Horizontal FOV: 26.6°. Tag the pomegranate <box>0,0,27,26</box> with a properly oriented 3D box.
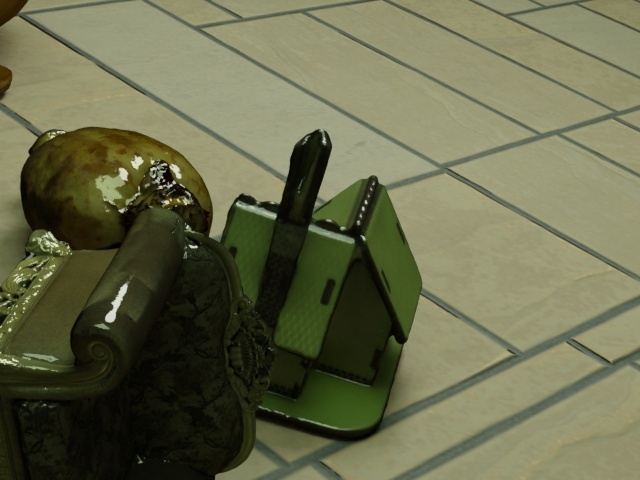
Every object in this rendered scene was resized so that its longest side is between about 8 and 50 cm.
[{"bbox_3d":[-0.521,-0.440,1.699,0.410,0.410,0.410,9,28,-5],"label":"pomegranate"}]

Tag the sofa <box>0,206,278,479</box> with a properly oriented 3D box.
[{"bbox_3d":[-0.138,0.129,0.971,0.182,0.258,0.200,2,26,10],"label":"sofa"}]

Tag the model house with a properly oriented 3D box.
[{"bbox_3d":[0.000,0.000,1.238,0.204,0.279,0.218,15,29,3],"label":"model house"}]

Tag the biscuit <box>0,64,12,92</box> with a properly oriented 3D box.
[{"bbox_3d":[-0.476,-0.191,1.661,0.205,0.031,0.138,-11,35,-35],"label":"biscuit"}]

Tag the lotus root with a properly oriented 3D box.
[{"bbox_3d":[-0.211,-0.038,1.371,0.169,0.141,0.314,-5,23,-33],"label":"lotus root"}]
